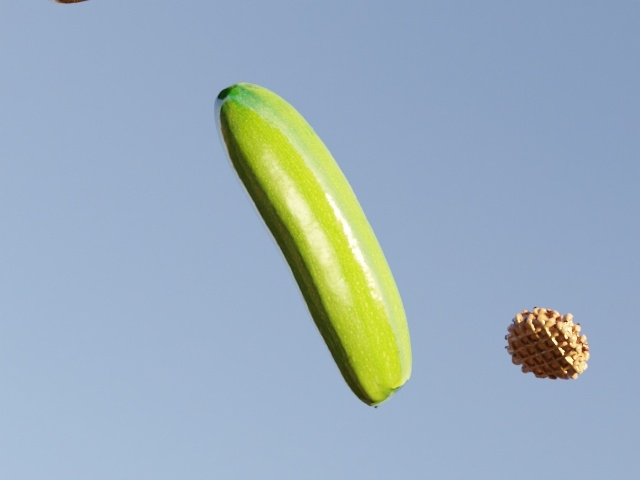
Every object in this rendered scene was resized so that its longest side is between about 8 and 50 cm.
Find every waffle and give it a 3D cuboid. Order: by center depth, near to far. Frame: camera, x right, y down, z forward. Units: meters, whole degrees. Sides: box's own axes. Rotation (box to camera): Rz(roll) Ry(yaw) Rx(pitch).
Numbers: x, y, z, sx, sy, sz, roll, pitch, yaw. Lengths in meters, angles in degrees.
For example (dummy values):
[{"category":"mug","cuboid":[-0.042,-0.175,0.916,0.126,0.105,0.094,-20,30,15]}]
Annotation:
[{"category":"waffle","cuboid":[0.213,0.099,1.437,0.083,0.029,0.075,12,-54,27]}]

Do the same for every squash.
[{"category":"squash","cuboid":[0.002,-0.002,1.245,0.082,0.082,0.292,-27,-89,43]}]

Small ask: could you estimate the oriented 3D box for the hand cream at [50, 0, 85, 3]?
[{"category":"hand cream","cuboid":[-0.177,-0.285,0.817,0.089,0.140,0.314,-12,-56,22]}]
